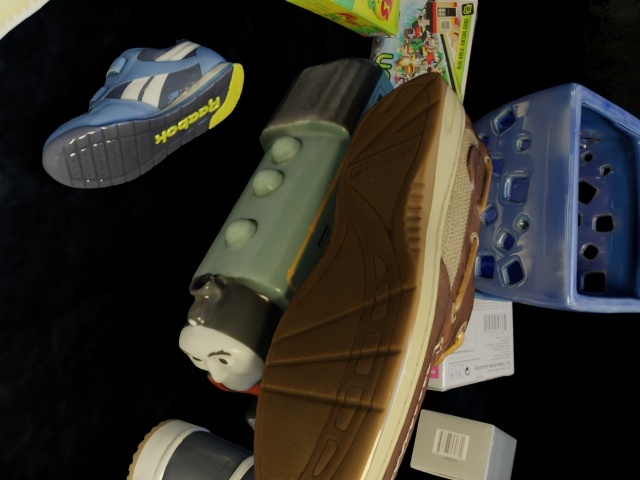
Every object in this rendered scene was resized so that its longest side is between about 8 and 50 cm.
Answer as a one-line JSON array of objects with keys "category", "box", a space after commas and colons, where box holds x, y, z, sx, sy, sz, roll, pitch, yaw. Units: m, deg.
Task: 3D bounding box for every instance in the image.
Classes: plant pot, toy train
[{"category": "plant pot", "box": [0.254, -0.032, 0.801, 0.236, 0.212, 0.236, 9, 80, -45]}, {"category": "toy train", "box": [0.000, 0.000, 0.580, 0.190, 0.142, 0.334, 52, 52, -36]}]

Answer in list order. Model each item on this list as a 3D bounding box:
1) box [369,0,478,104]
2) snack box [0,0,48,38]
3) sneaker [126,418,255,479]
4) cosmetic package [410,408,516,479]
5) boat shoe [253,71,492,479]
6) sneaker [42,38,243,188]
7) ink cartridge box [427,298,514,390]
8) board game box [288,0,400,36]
[{"category": "box", "box": [0.109, -0.175, 0.761, 0.036, 0.114, 0.207, 45, 54, -76]}, {"category": "snack box", "box": [-0.137, -0.249, 0.327, 0.322, 0.060, 0.187, -61, 144, -37]}, {"category": "sneaker", "box": [-0.056, 0.280, 0.490, 0.099, 0.153, 0.282, -26, 119, -58]}, {"category": "cosmetic package", "box": [0.251, 0.363, 1.141, 0.238, 0.127, 0.107, 44, 57, -55]}, {"category": "boat shoe", "box": [0.061, 0.042, 0.466, 0.123, 0.123, 0.342, 38, 53, -31]}, {"category": "sneaker", "box": [-0.116, -0.083, 0.419, 0.144, 0.059, 0.053, -38, 162, -35]}, {"category": "ink cartridge box", "box": [0.200, 0.041, 0.934, 0.186, 0.065, 0.311, 3, 87, -46]}, {"category": "board game box", "box": [0.029, -0.268, 0.666, 0.181, 0.043, 0.092, -11, 104, -62]}]
